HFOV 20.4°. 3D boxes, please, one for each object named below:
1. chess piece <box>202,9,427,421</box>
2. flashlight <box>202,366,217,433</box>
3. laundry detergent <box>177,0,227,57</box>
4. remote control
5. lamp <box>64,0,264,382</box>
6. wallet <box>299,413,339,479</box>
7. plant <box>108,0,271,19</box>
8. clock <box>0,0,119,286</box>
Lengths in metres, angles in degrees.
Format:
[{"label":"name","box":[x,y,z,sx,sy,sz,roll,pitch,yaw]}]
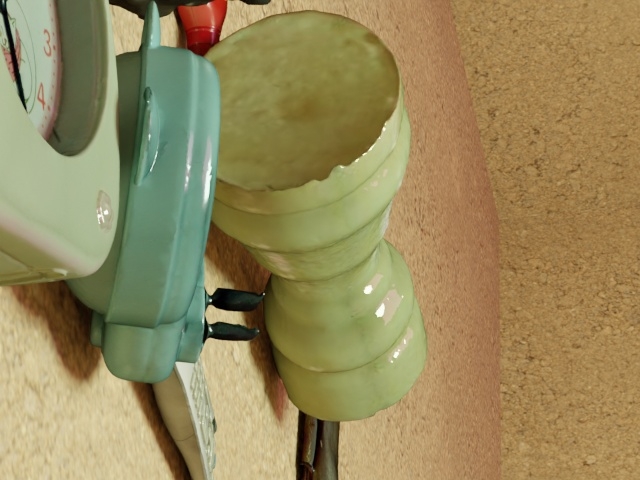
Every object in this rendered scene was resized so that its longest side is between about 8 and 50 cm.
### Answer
[{"label":"chess piece","box":[0.000,0.000,1.836,0.442,0.234,0.234,77,13,-50]},{"label":"flashlight","box":[-0.113,0.141,1.648,0.018,0.018,0.083,-69,150,-65]},{"label":"laundry detergent","box":[-0.119,-0.255,1.766,0.097,0.049,0.165,33,53,-67]},{"label":"remote control","box":[-0.121,0.149,1.561,0.229,0.044,0.073,83,3,-46]},{"label":"lamp","box":[-0.131,-0.019,1.333,0.209,0.147,0.284,-91,173,-52]},{"label":"wallet","box":[0.002,0.262,2.103,0.137,0.031,0.255,68,19,-50]},{"label":"plant","box":[-0.103,-0.287,1.459,0.312,0.215,0.213,48,34,-75]},{"label":"clock","box":[-0.214,-0.142,1.107,0.265,0.109,0.324,46,39,-69]}]
